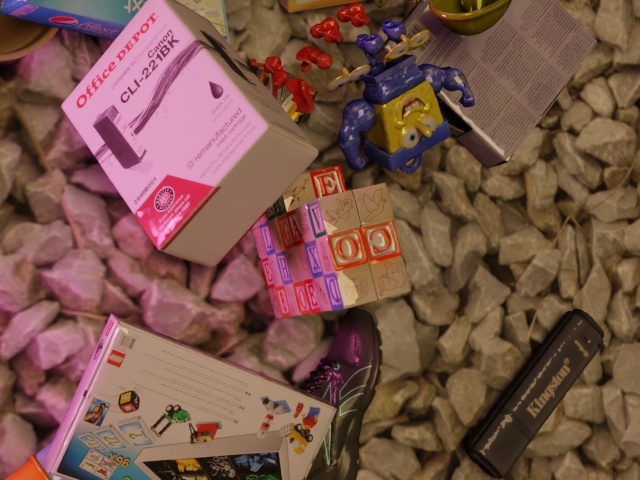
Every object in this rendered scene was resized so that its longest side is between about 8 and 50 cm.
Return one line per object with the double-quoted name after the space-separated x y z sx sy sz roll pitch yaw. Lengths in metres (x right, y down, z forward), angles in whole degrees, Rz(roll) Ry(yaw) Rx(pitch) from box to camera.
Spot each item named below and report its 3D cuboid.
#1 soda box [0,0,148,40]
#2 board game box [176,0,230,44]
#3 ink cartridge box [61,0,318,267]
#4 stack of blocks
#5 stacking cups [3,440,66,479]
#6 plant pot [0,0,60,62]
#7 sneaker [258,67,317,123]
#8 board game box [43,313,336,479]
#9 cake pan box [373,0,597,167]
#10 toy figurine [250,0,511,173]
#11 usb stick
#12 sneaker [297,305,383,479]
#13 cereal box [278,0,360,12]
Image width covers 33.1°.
-0.285 -0.299 1.337 0.210 0.067 0.071 6 81 -43 "soda box"
-0.200 -0.275 1.453 0.154 0.026 0.104 -7 85 -18 "board game box"
-0.163 -0.136 1.299 0.197 0.114 0.273 -47 58 14 "ink cartridge box"
0.000 0.000 1.341 0.087 0.297 0.171 -14 89 -18 "stack of blocks"
-0.305 0.270 1.316 0.316 0.096 0.096 -36 95 -19 "stacking cups"
-0.434 -0.329 1.323 0.237 0.109 0.237 4 84 -41 "plant pot"
-0.102 -0.140 1.447 0.092 0.088 0.225 37 66 -3 "sneaker"
-0.152 0.234 1.303 0.305 0.053 0.193 26 88 -23 "board game box"
0.241 -0.275 1.575 0.245 0.070 0.267 40 73 -7 "cake pan box"
0.109 -0.202 1.451 0.362 0.191 0.217 -32 123 -23 "toy figurine"
0.310 0.218 1.547 0.077 0.045 0.278 44 73 -8 "usb stick"
0.011 0.212 1.424 0.106 0.101 0.267 16 79 -13 "sneaker"
0.025 -0.441 1.465 0.173 0.047 0.240 -13 125 -19 "cereal box"
